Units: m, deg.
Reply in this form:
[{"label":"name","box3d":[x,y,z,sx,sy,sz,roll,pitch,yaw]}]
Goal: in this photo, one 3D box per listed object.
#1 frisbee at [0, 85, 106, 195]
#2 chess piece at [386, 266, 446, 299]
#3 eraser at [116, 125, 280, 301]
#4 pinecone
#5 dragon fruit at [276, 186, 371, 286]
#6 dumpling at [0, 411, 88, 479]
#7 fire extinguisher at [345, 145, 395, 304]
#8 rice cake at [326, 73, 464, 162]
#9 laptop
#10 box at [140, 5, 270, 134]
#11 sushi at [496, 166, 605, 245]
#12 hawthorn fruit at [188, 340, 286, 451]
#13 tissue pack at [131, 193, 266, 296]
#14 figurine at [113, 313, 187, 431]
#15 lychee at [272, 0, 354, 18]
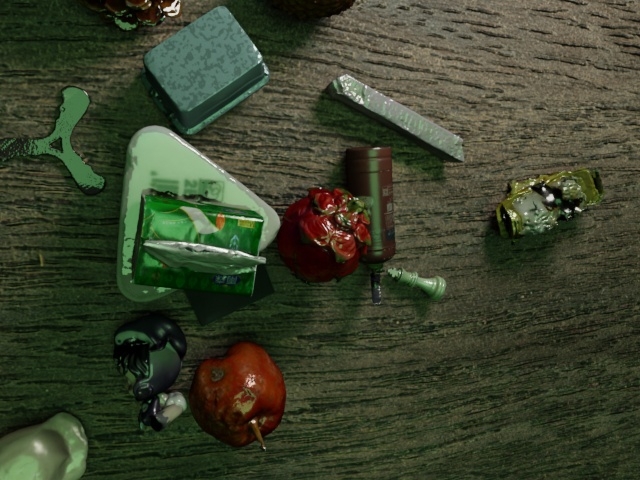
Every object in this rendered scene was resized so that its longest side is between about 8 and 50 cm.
[{"label":"frisbee","box3d":[-0.518,-0.186,1.026,0.188,0.012,0.210,-5,102,-16]},{"label":"chess piece","box3d":[0.225,0.097,1.298,0.149,0.059,0.059,18,94,-14]},{"label":"eraser","box3d":[-0.281,-0.076,1.050,0.331,0.150,0.331,-3,99,-17]},{"label":"pinecone","box3d":[-0.337,-0.486,0.930,0.222,0.221,0.221,-3,101,-17]},{"label":"dragon fruit","box3d":[0.000,0.000,1.121,0.193,0.274,0.192,-29,76,-44]},{"label":"dumpling","box3d":[-0.583,0.454,1.062,0.250,0.132,0.162,-32,100,-26]},{"label":"fire extinguisher","box3d":[0.115,-0.033,1.192,0.102,0.138,0.343,-3,101,3]},{"label":"rice cake","box3d":[0.177,-0.271,1.202,0.365,0.073,0.056,23,89,-20]},{"label":"laptop","box3d":[-0.199,0.099,1.168,0.180,0.016,0.129,-25,118,-12]},{"label":"box","box3d":[-0.221,-0.327,1.033,0.227,0.130,0.162,-37,94,-7]},{"label":"sushi","box3d":[0.561,-0.101,1.330,0.291,0.131,0.139,-23,108,-4]},{"label":"hawthorn fruit","box3d":[-0.157,0.337,1.109,0.208,0.243,0.207,-13,120,-24]},{"label":"tissue pack","box3d":[-0.210,0.013,0.934,0.209,0.156,0.148,8,100,-22]},{"label":"figurine","box3d":[-0.335,0.262,1.094,0.145,0.145,0.222,-17,98,-14]},{"label":"lychee","box3d":[0.002,-0.525,1.032,0.238,0.200,0.200,-18,106,9]}]
